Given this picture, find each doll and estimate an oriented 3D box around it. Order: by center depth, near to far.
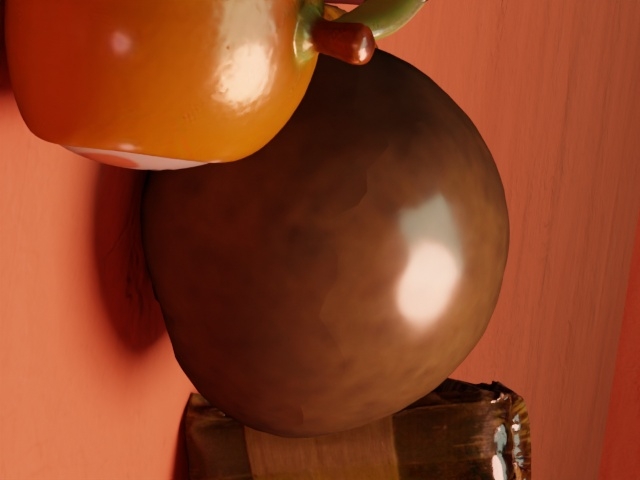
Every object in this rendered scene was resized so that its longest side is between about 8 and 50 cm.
[{"bbox_3d":[-0.065,-0.137,1.139,0.213,0.236,0.213,6,90,-72],"label":"doll"}]

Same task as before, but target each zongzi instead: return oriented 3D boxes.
[{"bbox_3d":[0.053,0.194,1.694,0.317,0.289,0.154,19,67,-77],"label":"zongzi"}]

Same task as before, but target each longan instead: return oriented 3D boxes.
[{"bbox_3d":[0.004,0.002,1.408,0.297,0.297,0.297,13,90,-73],"label":"longan"}]

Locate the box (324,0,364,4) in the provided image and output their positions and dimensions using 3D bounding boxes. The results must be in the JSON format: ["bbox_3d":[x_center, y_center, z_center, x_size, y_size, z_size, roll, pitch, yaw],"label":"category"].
[{"bbox_3d":[0.038,-0.304,1.494,0.263,0.108,0.404,-63,166,13],"label":"box"}]

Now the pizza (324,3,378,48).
[{"bbox_3d":[-0.024,-0.081,1.597,0.251,0.074,0.288,51,52,-65],"label":"pizza"}]
